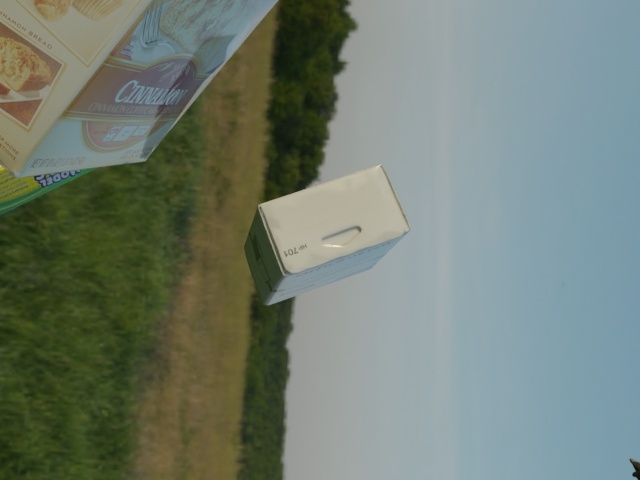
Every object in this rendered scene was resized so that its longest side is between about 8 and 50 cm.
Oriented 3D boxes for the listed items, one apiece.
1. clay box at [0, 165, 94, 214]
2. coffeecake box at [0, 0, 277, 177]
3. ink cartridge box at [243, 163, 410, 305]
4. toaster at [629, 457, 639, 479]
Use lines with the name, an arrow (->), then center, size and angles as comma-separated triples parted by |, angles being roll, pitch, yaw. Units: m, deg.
clay box -> -0.274, -0.115, 0.953 | 0.127, 0.222, 0.053 | 34, -37, 40
coffeecake box -> -0.071, -0.122, 0.408 | 0.185, 0.068, 0.142 | -48, 177, 13
ink cartridge box -> 0.000, 0.000, 0.975 | 0.191, 0.139, 0.082 | 121, -51, -73
toaster -> 0.292, 0.188, 0.493 | 0.168, 0.110, 0.186 | -36, -123, 44
